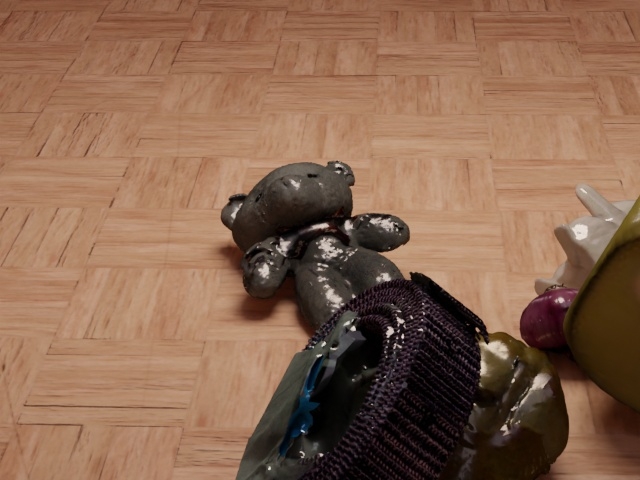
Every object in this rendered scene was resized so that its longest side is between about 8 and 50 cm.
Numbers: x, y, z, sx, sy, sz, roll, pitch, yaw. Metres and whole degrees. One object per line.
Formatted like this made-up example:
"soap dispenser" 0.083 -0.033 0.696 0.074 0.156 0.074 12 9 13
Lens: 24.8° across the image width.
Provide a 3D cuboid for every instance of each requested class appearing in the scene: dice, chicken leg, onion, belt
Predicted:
"dice" 0.436 0.061 1.671 0.238 0.233 0.227 33 41 10
"chicken leg" 0.148 0.240 1.520 0.201 0.153 0.429 -1 32 22
"onion" 0.306 0.106 1.824 0.115 0.104 0.115 -22 -12 -5
"belt" 0.036 0.188 1.481 0.260 0.122 0.325 -15 41 55

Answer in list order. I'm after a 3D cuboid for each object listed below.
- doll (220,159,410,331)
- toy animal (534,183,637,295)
"doll" -0.002 -0.007 1.981 0.245 0.158 0.340 -20 33 -10
"toy animal" 0.402 -0.001 1.984 0.138 0.141 0.282 21 37 22
